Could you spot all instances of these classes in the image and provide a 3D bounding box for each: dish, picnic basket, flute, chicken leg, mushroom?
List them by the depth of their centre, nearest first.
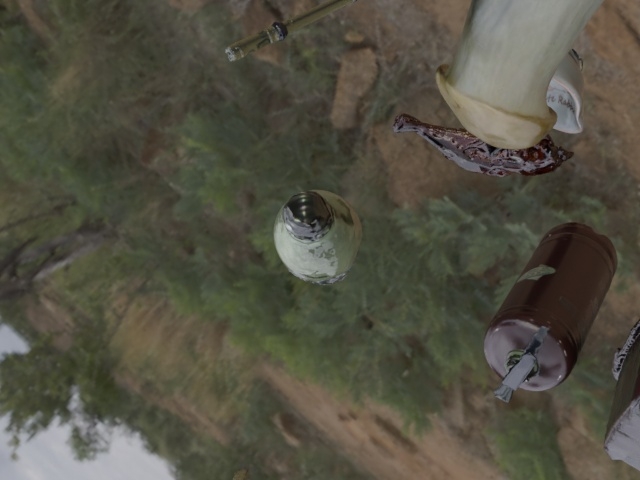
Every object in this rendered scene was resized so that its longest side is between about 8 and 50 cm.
[{"bbox_3d":[0.189,-0.223,0.670,0.122,0.328,0.159,21,-160,-6],"label":"mushroom"},{"bbox_3d":[0.452,0.213,1.072,0.223,0.129,0.297,25,159,19],"label":"picnic basket"},{"bbox_3d":[0.199,-0.118,1.084,0.219,0.048,0.089,11,147,25],"label":"chicken leg"},{"bbox_3d":[-0.018,-0.285,1.133,0.027,0.233,0.027,53,163,24],"label":"flute"},{"bbox_3d":[0.326,-0.261,1.328,0.229,0.081,0.229,40,178,2],"label":"dish"}]

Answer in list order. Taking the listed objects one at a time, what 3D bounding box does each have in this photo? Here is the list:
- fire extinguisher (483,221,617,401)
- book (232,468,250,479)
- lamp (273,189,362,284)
[{"bbox_3d":[0.294,0.091,1.137,0.114,0.337,0.135,30,130,13],"label":"fire extinguisher"},{"bbox_3d":[-0.069,0.363,0.824,0.170,0.018,0.241,-71,-26,-72],"label":"book"},{"bbox_3d":[0.000,0.000,0.986,0.101,0.101,0.250,39,173,15],"label":"lamp"}]
